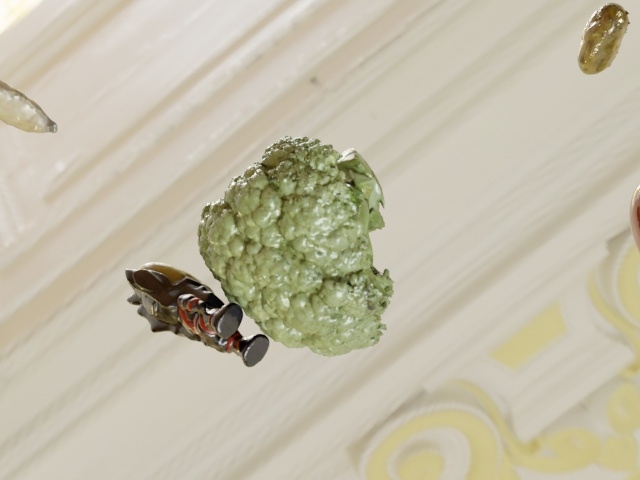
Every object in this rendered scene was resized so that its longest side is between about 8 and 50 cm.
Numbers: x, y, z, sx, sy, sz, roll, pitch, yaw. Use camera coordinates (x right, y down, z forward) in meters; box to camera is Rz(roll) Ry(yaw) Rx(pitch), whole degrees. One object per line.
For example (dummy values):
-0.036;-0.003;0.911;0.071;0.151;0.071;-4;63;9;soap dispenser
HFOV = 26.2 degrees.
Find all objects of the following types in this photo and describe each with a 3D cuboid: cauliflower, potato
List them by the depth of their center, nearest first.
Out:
0.285;-0.206;1.396;0.051;0.083;0.040;-28;-120;-36;potato
0.000;0.000;1.638;0.250;0.272;0.275;-50;-165;-30;cauliflower

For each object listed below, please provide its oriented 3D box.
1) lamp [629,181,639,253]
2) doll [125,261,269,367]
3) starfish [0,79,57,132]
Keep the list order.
0.437;-0.016;1.496;0.187;0.187;0.164;-23;-111;20;lamp
-0.160;0.086;1.698;0.088;0.127;0.248;-29;-156;-29;doll
-0.194;-0.249;0.794;0.132;0.384;0.398;4;-105;-1;starfish
